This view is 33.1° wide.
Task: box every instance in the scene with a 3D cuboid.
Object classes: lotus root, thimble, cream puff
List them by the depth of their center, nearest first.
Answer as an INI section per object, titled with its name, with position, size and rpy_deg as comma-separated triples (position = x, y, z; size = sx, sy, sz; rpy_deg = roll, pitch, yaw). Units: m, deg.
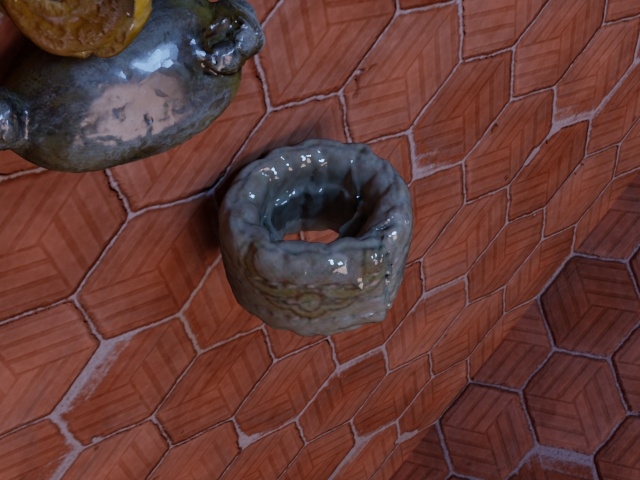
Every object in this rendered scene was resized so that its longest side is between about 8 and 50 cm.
[cream puff]
position = -0.246, -0.281, 1.078
size = 0.189, 0.129, 0.189
rpy_deg = 3, 131, 3
[lotus root]
position = -0.230, -0.173, 1.215
size = 0.349, 0.175, 0.175
rpy_deg = -25, 145, -25
[thimble]
position = 0.000, 0.000, 1.610
size = 0.291, 0.291, 0.195
rpy_deg = -32, 148, -24
